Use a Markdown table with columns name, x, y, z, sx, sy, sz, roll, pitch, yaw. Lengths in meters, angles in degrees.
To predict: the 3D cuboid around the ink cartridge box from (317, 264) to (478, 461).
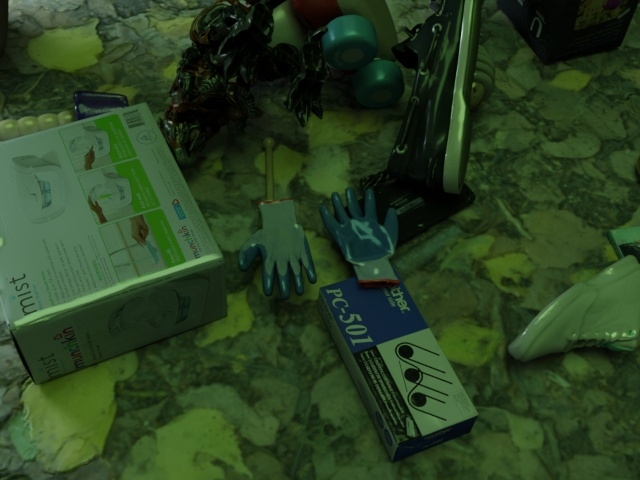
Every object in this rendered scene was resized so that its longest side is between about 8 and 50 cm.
| name | x | y | z | sx | sy | sz | roll | pitch | yaw |
| --- | --- | --- | --- | --- | --- | --- | --- | --- | --- |
| ink cartridge box | 0.080 | 0.130 | 0.928 | 0.097 | 0.046 | 0.207 | -17 | 55 | -17 |

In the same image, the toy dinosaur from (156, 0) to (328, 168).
| name | x | y | z | sx | sy | sz | roll | pitch | yaw |
| --- | --- | --- | --- | --- | --- | --- | --- | --- | --- |
| toy dinosaur | -0.114 | -0.243 | 1.061 | 0.164 | 0.322 | 0.218 | -2 | 18 | -39 |

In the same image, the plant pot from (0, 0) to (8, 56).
| name | x | y | z | sx | sy | sz | roll | pitch | yaw |
| --- | --- | --- | --- | --- | --- | --- | --- | --- | --- |
| plant pot | -0.546 | -0.365 | 1.117 | 0.323 | 0.280 | 0.323 | 1 | 52 | -2 |

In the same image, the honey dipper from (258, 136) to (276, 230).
| name | x | y | z | sx | sy | sz | roll | pitch | yaw |
| --- | --- | --- | --- | --- | --- | --- | --- | --- | --- |
| honey dipper | -0.067 | -0.077 | 1.087 | 0.030 | 0.030 | 0.161 | -1 | 51 | -5 |

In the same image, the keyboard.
| name | x | y | z | sx | sy | sz | roll | pitch | yaw |
| --- | --- | --- | --- | --- | --- | --- | --- | --- | --- |
| keyboard | 0.103 | -0.052 | 1.084 | 0.180 | 0.023 | 0.108 | -28 | 66 | -24 |

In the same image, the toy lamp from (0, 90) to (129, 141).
| name | x | y | z | sx | sy | sz | roll | pitch | yaw |
| --- | --- | --- | --- | --- | --- | --- | --- | --- | --- |
| toy lamp | -0.385 | -0.145 | 1.090 | 0.274 | 0.080 | 0.080 | -10 | 54 | -9 |

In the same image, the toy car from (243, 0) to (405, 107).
| name | x | y | z | sx | sy | sz | roll | pitch | yaw |
| --- | --- | --- | --- | --- | --- | --- | --- | --- | --- |
| toy car | -0.026 | -0.296 | 1.193 | 0.238 | 0.210 | 0.219 | -16 | 65 | 19 |

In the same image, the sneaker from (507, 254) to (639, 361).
| name | x | y | z | sx | sy | sz | roll | pitch | yaw |
| --- | --- | --- | --- | --- | --- | --- | --- | --- | --- |
| sneaker | 0.313 | 0.096 | 0.957 | 0.212 | 0.080 | 0.094 | -27 | 70 | -23 |

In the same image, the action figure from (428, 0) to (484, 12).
| name | x | y | z | sx | sy | sz | roll | pitch | yaw |
| --- | --- | --- | --- | --- | --- | --- | --- | --- | --- |
| action figure | 0.229 | -0.418 | 1.285 | 0.099 | 0.185 | 0.285 | 27 | 38 | -1 |

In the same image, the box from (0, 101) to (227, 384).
| name | x | y | z | sx | sy | sz | roll | pitch | yaw |
| --- | --- | --- | --- | --- | --- | --- | --- | --- | --- |
| box | -0.261 | -0.007 | 0.959 | 0.231 | 0.127 | 0.262 | -20 | 57 | -17 |

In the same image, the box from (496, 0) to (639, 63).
| name | x | y | z | sx | sy | sz | roll | pitch | yaw |
| --- | --- | --- | --- | --- | --- | --- | --- | --- | --- |
| box | 0.383 | -0.424 | 1.228 | 0.143 | 0.270 | 0.165 | -15 | 56 | -15 |

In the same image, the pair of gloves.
| name | x | y | z | sx | sy | sz | roll | pitch | yaw |
| --- | --- | --- | --- | --- | --- | --- | --- | --- | --- |
| pair of gloves | 0.000 | 0.000 | 0.987 | 0.198 | 0.023 | 0.159 | -5 | 47 | -8 |

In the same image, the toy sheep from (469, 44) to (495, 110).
| name | x | y | z | sx | sy | sz | roll | pitch | yaw |
| --- | --- | --- | --- | --- | --- | --- | --- | --- | --- |
| toy sheep | 0.205 | -0.237 | 1.193 | 0.091 | 0.091 | 0.132 | 0 | 58 | -4 |

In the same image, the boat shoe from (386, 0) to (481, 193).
| name | x | y | z | sx | sy | sz | roll | pitch | yaw |
| --- | --- | --- | --- | --- | --- | --- | --- | --- | --- |
| boat shoe | 0.146 | -0.229 | 1.095 | 0.113 | 0.127 | 0.340 | 5 | 83 | 15 |

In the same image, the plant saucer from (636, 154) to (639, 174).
| name | x | y | z | sx | sy | sz | roll | pitch | yaw |
| --- | --- | --- | --- | --- | --- | --- | --- | --- | --- |
| plant saucer | 0.470 | -0.092 | 1.142 | 0.083 | 0.015 | 0.083 | 1 | 53 | -2 |

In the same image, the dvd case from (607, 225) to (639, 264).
| name | x | y | z | sx | sy | sz | roll | pitch | yaw |
| --- | --- | --- | --- | --- | --- | --- | --- | --- | --- |
| dvd case | 0.435 | 0.015 | 1.059 | 0.119 | 0.013 | 0.087 | -6 | 53 | -9 |
